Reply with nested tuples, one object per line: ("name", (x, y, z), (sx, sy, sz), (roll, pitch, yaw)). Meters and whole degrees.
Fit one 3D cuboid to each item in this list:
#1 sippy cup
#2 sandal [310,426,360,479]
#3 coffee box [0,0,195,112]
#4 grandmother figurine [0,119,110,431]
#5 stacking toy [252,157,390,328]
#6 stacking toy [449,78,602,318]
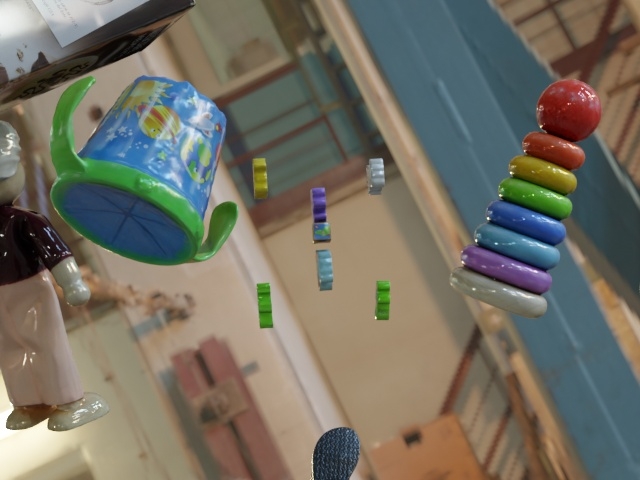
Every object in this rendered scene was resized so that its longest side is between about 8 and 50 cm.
("sippy cup", (-0.252, -0.115, 1.898), (0.240, 0.224, 0.305), (14, -27, 11))
("sandal", (0.013, 0.353, 1.847), (0.067, 0.179, 0.040), (14, -33, 1))
("coffee box", (-0.300, -0.215, 1.292), (0.297, 0.119, 0.168), (-30, 4, -29))
("grandmother figurine", (-0.338, 0.036, 1.392), (0.208, 0.342, 0.104), (-5, 15, 19))
("stacking toy", (0.000, 0.000, 1.604), (0.167, 0.221, 0.052), (-2, -13, -4))
("stacking toy", (0.297, -0.066, 1.755), (0.330, 0.141, 0.141), (-70, -17, 4))
